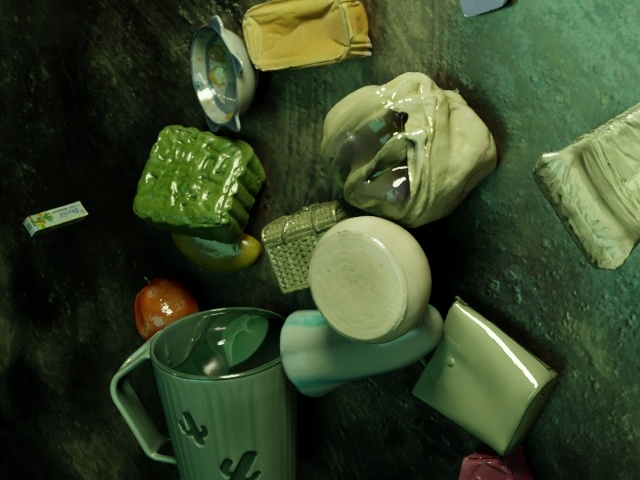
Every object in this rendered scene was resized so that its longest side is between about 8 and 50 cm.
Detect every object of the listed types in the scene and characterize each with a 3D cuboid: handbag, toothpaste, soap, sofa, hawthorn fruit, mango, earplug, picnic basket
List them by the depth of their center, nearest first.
[{"bbox_3d":[0.470,-0.090,1.320,0.176,0.225,0.210,-35,82,40],"label":"sofa"},{"bbox_3d":[0.276,0.249,1.637,0.315,0.109,0.241,34,120,25],"label":"handbag"},{"bbox_3d":[0.345,0.514,1.681,0.162,0.099,0.250,21,116,35],"label":"soap"},{"bbox_3d":[0.098,0.197,1.682,0.324,0.185,0.185,-17,95,38],"label":"earplug"},{"bbox_3d":[0.000,0.000,1.723,0.196,0.134,0.154,-16,99,37],"label":"picnic basket"},{"bbox_3d":[-0.238,0.000,1.909,0.227,0.099,0.136,25,111,16],"label":"mango"},{"bbox_3d":[-0.373,0.151,2.012,0.157,0.157,0.194,-43,71,36],"label":"hawthorn fruit"},{"bbox_3d":[-0.659,-0.055,2.127,0.034,0.164,0.046,-41,80,38],"label":"toothpaste"}]

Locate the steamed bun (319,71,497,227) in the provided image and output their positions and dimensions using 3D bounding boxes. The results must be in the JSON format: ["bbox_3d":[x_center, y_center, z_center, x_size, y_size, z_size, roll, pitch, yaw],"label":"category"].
[{"bbox_3d":[0.135,-0.153,1.540,0.320,0.206,0.275,-6,104,39],"label":"steamed bun"}]

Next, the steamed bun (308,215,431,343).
[{"bbox_3d":[0.098,0.065,1.539,0.232,0.145,0.231,12,111,33],"label":"steamed bun"}]

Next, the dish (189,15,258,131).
[{"bbox_3d":[-0.177,-0.331,1.744,0.228,0.086,0.236,60,148,21],"label":"dish"}]

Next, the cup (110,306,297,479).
[{"bbox_3d":[-0.228,0.357,1.893,0.401,0.310,0.392,13,117,36],"label":"cup"}]

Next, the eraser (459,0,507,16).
[{"bbox_3d":[0.259,-0.498,1.447,0.082,0.036,0.225,-8,101,37],"label":"eraser"}]

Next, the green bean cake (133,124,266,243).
[{"bbox_3d":[-0.255,-0.117,1.820,0.248,0.125,0.222,13,74,18],"label":"green bean cake"}]

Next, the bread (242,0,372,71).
[{"bbox_3d":[-0.026,-0.397,1.627,0.241,0.107,0.136,-2,107,35],"label":"bread"}]
